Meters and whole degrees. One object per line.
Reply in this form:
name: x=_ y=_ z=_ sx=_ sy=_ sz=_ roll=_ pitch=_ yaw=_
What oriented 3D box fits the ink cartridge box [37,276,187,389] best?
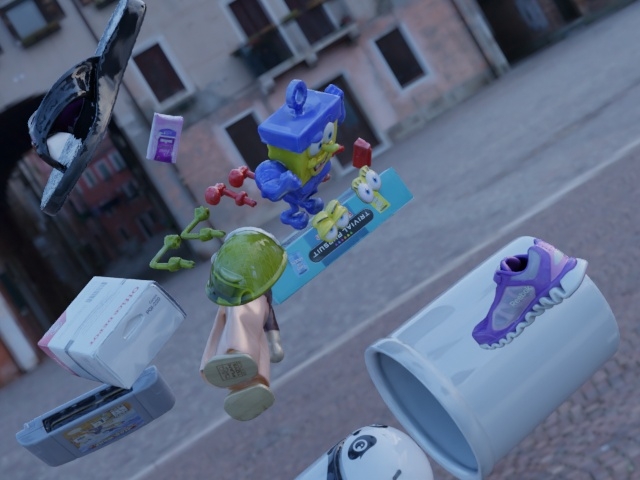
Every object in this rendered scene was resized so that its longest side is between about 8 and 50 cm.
ink cartridge box: x=-0.338 y=0.145 z=1.840 sx=0.218 sy=0.092 sz=0.158 roll=-1 pitch=47 yaw=55

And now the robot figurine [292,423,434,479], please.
robot figurine: x=0.047 y=0.401 z=1.752 sx=0.278 sy=0.174 sz=0.209 roll=-44 pitch=42 yaw=30

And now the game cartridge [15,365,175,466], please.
game cartridge: x=-0.440 y=0.356 z=2.277 sx=0.297 sy=0.062 sz=0.198 roll=-26 pitch=-28 yaw=-6

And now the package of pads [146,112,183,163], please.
package of pads: x=-0.267 y=-0.176 z=1.949 sx=0.050 sy=0.083 sz=0.032 roll=7 pitch=17 yaw=-20

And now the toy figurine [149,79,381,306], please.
toy figurine: x=-0.064 y=-0.109 z=1.478 sx=0.362 sy=0.191 sz=0.217 roll=-45 pitch=-31 yaw=-40

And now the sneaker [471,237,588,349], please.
sneaker: x=0.305 y=0.078 z=1.769 sx=0.236 sy=0.104 sz=0.095 roll=-48 pitch=4 yaw=40

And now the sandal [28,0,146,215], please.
sandal: x=-0.397 y=-0.228 z=1.839 sx=0.167 sy=0.107 sz=0.445 roll=-40 pitch=31 yaw=48

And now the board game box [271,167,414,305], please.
board game box: x=0.000 y=0.000 z=2.236 sx=0.336 sy=0.079 sz=0.254 roll=-38 pitch=5 yaw=-13

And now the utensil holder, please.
utensil holder: x=0.334 y=0.220 z=2.194 sx=0.385 sy=0.327 sz=0.327 roll=-38 pitch=7 yaw=-16

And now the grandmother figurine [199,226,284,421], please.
grandmother figurine: x=-0.113 y=0.091 z=1.679 sx=0.104 sy=0.207 sz=0.342 roll=-9 pitch=35 yaw=7
